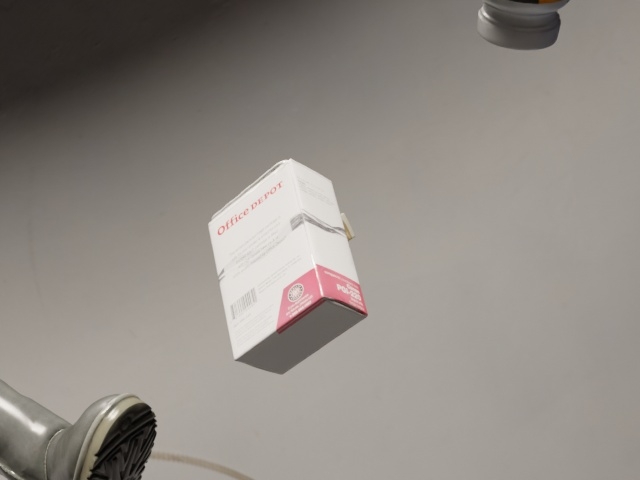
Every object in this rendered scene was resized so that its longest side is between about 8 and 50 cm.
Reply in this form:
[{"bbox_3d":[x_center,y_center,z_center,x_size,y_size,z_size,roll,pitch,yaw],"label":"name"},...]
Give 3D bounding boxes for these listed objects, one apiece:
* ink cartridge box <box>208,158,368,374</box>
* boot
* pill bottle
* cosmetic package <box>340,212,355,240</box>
[{"bbox_3d":[-0.046,0.033,1.492,0.092,0.158,0.218,24,40,-43],"label":"ink cartridge box"},{"bbox_3d":[-0.222,0.122,0.861,0.208,0.190,0.076,38,45,17],"label":"boot"},{"bbox_3d":[0.324,-0.448,1.852,0.162,0.162,0.278,-9,125,-17],"label":"pill bottle"},{"bbox_3d":[0.000,0.000,1.711,0.060,0.115,0.041,-26,93,26],"label":"cosmetic package"}]
